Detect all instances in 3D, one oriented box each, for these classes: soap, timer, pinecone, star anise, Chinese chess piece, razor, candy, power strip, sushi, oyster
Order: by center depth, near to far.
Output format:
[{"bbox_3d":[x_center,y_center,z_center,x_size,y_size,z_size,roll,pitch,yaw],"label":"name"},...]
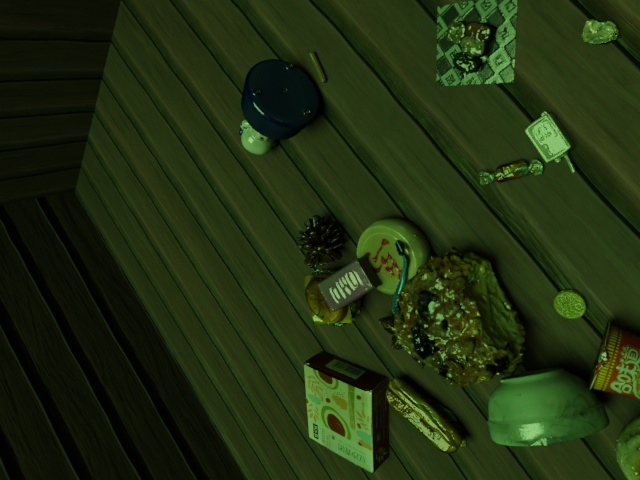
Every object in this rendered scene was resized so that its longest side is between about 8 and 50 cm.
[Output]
[{"bbox_3d":[0.656,-0.485,1.144,0.083,0.019,0.054,28,122,35],"label":"oyster"},{"bbox_3d":[0.603,-0.247,1.264,0.075,0.042,0.175,-39,78,42],"label":"power strip"},{"bbox_3d":[0.408,-0.538,1.334,0.231,0.047,0.220,11,113,40],"label":"sushi"},{"bbox_3d":[0.520,-0.188,1.361,0.182,0.046,0.053,-11,99,43],"label":"candy"},{"bbox_3d":[0.258,0.129,1.584,0.082,0.042,0.254,-105,15,-65],"label":"razor"},{"bbox_3d":[0.248,0.053,1.666,0.273,0.102,0.274,17,117,37],"label":"Chinese chess piece"},{"bbox_3d":[0.099,0.153,1.703,0.203,0.065,0.122,-36,80,32],"label":"soap"},{"bbox_3d":[0.322,0.335,1.713,0.220,0.098,0.214,55,148,6],"label":"star anise"},{"bbox_3d":[-0.198,-0.450,1.822,0.271,0.270,0.383,62,149,6],"label":"timer"},{"bbox_3d":[0.000,0.002,1.830,0.150,0.179,0.196,102,155,-79],"label":"pinecone"}]

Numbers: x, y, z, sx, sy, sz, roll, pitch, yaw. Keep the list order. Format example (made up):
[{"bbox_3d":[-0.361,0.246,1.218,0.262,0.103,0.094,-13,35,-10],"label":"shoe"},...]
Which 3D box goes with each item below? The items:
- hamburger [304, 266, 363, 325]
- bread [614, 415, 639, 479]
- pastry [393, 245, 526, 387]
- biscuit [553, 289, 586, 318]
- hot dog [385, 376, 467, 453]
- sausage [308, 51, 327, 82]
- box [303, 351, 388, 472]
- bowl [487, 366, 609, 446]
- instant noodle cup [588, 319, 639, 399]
[{"bbox_3d":[0.050,0.207,1.880,0.243,0.138,0.262,-7,101,42],"label":"hamburger"},{"bbox_3d":[0.898,0.543,1.195,0.305,0.158,0.306,24,130,32],"label":"bread"},{"bbox_3d":[0.392,0.242,1.467,0.337,0.292,0.406,-32,79,44],"label":"pastry"},{"bbox_3d":[0.690,0.177,1.355,0.083,0.023,0.084,16,116,36],"label":"biscuit"},{"bbox_3d":[0.380,0.626,1.761,0.337,0.100,0.135,37,136,29],"label":"hot dog"},{"bbox_3d":[-0.009,-0.605,1.714,0.026,0.026,0.116,-26,87,45],"label":"sausage"},{"bbox_3d":[0.106,0.698,2.023,0.344,0.122,0.386,12,113,39],"label":"box"},{"bbox_3d":[0.607,0.449,1.356,0.307,0.307,0.164,-28,68,45],"label":"bowl"},{"bbox_3d":[0.801,0.319,1.208,0.212,0.193,0.193,17,117,29],"label":"instant noodle cup"}]
